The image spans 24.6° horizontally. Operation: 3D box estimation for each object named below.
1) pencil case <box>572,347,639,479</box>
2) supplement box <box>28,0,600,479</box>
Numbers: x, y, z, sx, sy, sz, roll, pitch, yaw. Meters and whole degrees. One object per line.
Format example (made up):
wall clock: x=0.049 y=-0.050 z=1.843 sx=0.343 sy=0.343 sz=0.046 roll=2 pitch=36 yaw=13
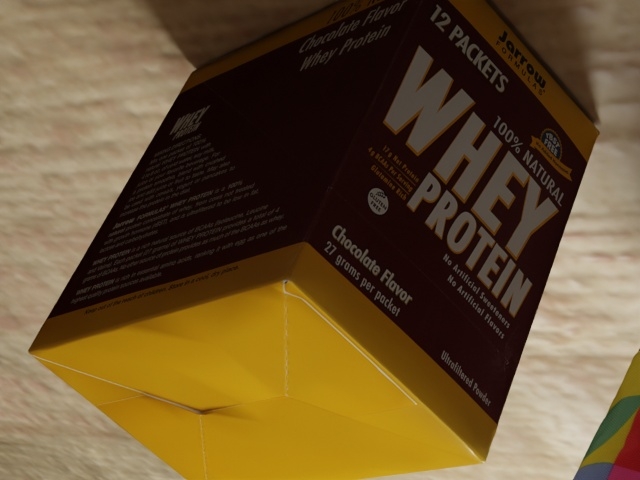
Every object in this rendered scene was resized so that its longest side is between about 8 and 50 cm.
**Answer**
pencil case: x=0.181 y=0.110 z=0.714 sx=0.104 sy=0.236 sz=0.104 roll=25 pitch=150 yaw=16
supplement box: x=0.000 y=0.000 z=0.701 sx=0.191 sy=0.194 sz=0.129 roll=-17 pitch=128 yaw=45
